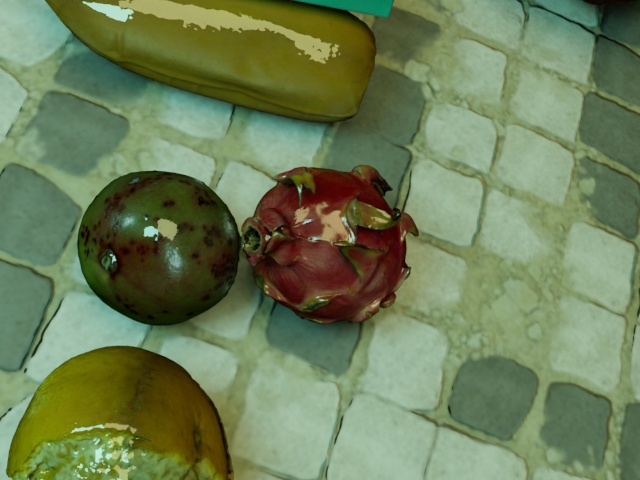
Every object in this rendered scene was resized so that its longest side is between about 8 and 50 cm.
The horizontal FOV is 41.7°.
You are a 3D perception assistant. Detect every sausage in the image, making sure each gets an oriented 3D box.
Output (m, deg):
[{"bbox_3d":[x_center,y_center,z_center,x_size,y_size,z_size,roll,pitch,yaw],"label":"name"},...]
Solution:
[{"bbox_3d":[-0.113,-0.186,0.734,0.328,0.112,0.112,14,63,-11],"label":"sausage"}]

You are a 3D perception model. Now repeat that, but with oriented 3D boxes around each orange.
[{"bbox_3d":[-0.132,0.148,0.558,0.156,0.134,0.156,46,32,-40],"label":"orange"}]

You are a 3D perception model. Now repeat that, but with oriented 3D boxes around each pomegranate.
[{"bbox_3d":[-0.119,0.000,0.639,0.130,0.130,0.130,7,65,-15],"label":"pomegranate"}]

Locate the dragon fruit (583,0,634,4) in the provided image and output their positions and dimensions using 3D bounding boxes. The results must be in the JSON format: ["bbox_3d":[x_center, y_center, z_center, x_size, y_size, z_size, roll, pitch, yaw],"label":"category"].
[{"bbox_3d":[0.326,-0.396,0.872,0.295,0.295,0.301,27,49,-4],"label":"dragon fruit"}]

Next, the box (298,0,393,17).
[{"bbox_3d":[-0.029,-0.277,0.779,0.161,0.042,0.226,7,34,-16],"label":"box"}]

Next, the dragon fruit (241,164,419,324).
[{"bbox_3d":[0.000,0.000,0.669,0.166,0.136,0.133,10,26,-48],"label":"dragon fruit"}]
